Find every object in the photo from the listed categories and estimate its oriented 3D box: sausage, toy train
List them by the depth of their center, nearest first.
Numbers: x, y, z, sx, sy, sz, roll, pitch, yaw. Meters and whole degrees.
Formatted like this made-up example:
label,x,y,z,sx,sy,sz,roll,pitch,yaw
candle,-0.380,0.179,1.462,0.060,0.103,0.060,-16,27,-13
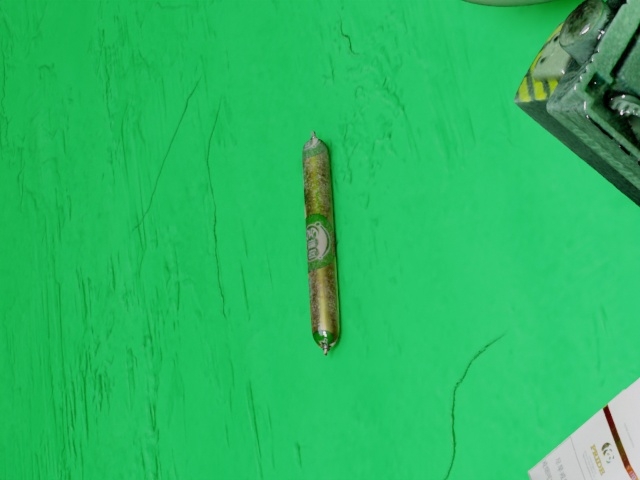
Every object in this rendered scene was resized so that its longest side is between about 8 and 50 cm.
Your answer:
label,x,y,z,sx,sy,sz,roll,pitch,yaw
toy train,0.288,-0.066,1.358,0.138,0.330,0.178,-58,21,-14
sausage,0.000,0.000,1.946,0.033,0.033,0.269,-29,56,45

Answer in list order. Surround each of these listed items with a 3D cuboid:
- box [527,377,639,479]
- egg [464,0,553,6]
label,x,y,z,sx,sy,sz,roll,pitch,yaw
box,0.252,0.196,1.532,0.154,0.040,0.084,-46,42,33
egg,0.225,-0.346,1.608,0.371,0.230,0.230,-24,59,39
